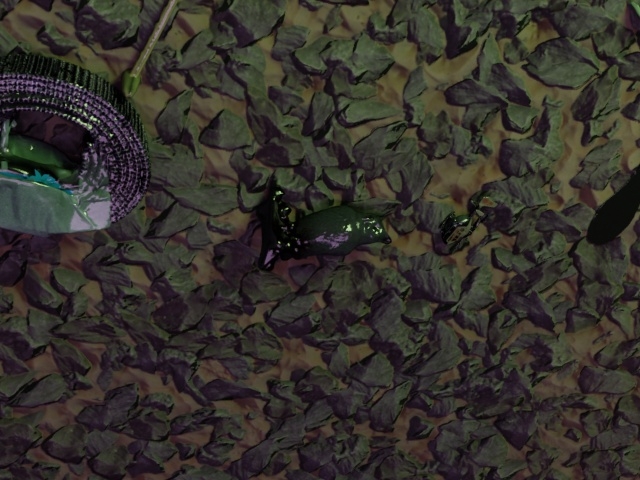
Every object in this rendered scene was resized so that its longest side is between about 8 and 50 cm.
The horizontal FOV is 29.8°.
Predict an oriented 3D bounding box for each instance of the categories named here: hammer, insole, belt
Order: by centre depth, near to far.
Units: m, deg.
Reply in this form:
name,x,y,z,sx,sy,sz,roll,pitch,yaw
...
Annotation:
name,x,y,z,sx,sy,sz,roll,pitch,yaw
hammer,-0.237,-0.293,1.720,0.028,0.060,0.195,24,113,-18
belt,-0.409,-0.135,1.766,0.325,0.122,0.260,15,113,-17
insole,0.500,-0.065,1.952,0.064,0.004,0.188,27,116,-21

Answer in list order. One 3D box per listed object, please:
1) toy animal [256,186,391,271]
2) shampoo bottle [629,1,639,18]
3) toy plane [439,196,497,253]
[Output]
name,x,y,z,sx,sy,sz,roll,pitch,yaw
toy animal,0.003,0.002,1.904,0.210,0.121,0.117,6,141,-16
shampoo bottle,0.540,-0.387,1.723,0.065,0.065,0.204,37,113,-24
toy plane,0.232,-0.028,1.938,0.049,0.031,0.120,26,119,-26
